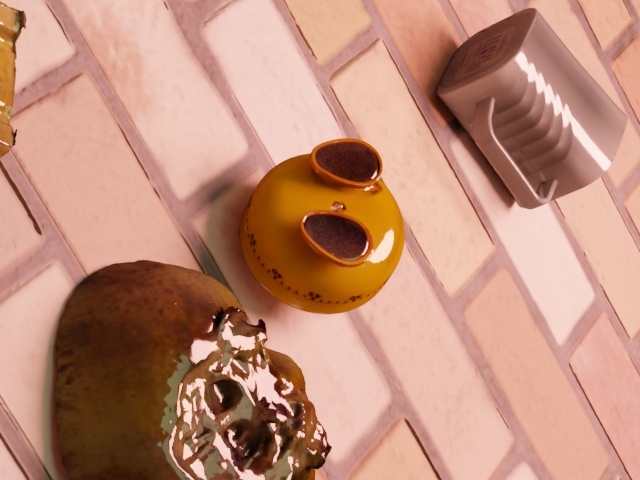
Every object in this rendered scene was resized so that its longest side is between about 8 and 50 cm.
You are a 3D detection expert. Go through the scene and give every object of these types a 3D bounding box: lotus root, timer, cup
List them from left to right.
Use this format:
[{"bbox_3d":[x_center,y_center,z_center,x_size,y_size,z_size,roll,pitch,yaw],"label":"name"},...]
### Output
[{"bbox_3d":[-0.059,0.100,0.933,0.183,0.078,0.203,20,57,-45],"label":"lotus root"},{"bbox_3d":[0.000,0.000,1.053,0.107,0.109,0.107,9,58,-15],"label":"timer"},{"bbox_3d":[0.161,-0.092,1.269,0.129,0.095,0.128,48,45,-20],"label":"cup"}]

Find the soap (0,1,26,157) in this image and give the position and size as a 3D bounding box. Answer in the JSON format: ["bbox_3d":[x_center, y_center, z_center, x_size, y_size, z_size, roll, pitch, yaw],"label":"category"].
[{"bbox_3d":[-0.261,-0.123,0.824,0.252,0.037,0.092,24,55,-41],"label":"soap"}]
